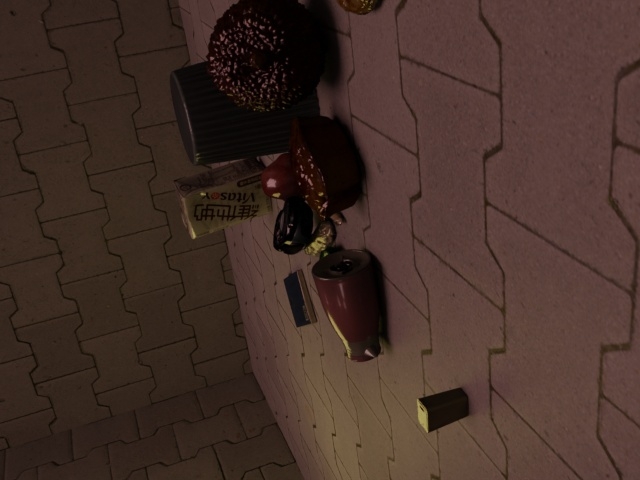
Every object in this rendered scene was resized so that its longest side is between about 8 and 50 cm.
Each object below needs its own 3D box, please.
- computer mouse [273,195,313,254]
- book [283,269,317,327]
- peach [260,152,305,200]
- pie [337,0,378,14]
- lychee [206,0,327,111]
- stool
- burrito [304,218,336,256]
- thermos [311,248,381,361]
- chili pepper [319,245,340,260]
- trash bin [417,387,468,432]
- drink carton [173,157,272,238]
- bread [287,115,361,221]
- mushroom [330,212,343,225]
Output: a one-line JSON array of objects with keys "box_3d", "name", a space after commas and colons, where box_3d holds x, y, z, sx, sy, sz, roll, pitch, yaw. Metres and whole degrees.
[{"box_3d": [-0.071, -0.039, 2.084, 0.233, 0.096, 0.137, 137, 145, -73], "name": "computer mouse"}, {"box_3d": [-0.076, 0.211, 2.645, 0.269, 0.025, 0.190, 141, 114, -74], "name": "book"}, {"box_3d": [-0.087, -0.170, 2.093, 0.152, 0.152, 0.152, 165, 90, -75], "name": "peach"}, {"box_3d": [0.052, -0.495, 1.360, 0.193, 0.079, 0.163, 50, 162, 56], "name": "pie"}, {"box_3d": [-0.122, -0.428, 1.686, 0.304, 0.276, 0.275, -71, -28, -71], "name": "lychee"}, {"box_3d": [-0.204, -0.350, 1.949, 0.297, 0.330, 0.297, 164, 90, -75], "name": "stool"}, {"box_3d": [-0.002, -0.001, 2.109, 0.229, 0.063, 0.058, 123, 170, -61], "name": "burrito"}, {"box_3d": [0.074, 0.166, 1.822, 0.176, 0.146, 0.265, 35, 144, 59], "name": "thermos"}, {"box_3d": [0.036, 0.050, 2.021, 0.182, 0.050, 0.073, 168, 94, -73], "name": "chili pepper"}, {"box_3d": [0.241, 0.330, 1.453, 0.043, 0.092, 0.060, -129, 28, -59], "name": "trash bin"}, {"box_3d": [-0.345, -0.158, 2.688, 0.132, 0.325, 0.194, -128, 24, -47], "name": "drink carton"}, {"box_3d": [0.000, -0.175, 1.753, 0.232, 0.135, 0.246, 99, 152, -58], "name": "bread"}, {"box_3d": [0.015, -0.107, 1.956, 0.187, 0.061, 0.060, 53, 170, 28], "name": "mushroom"}]
